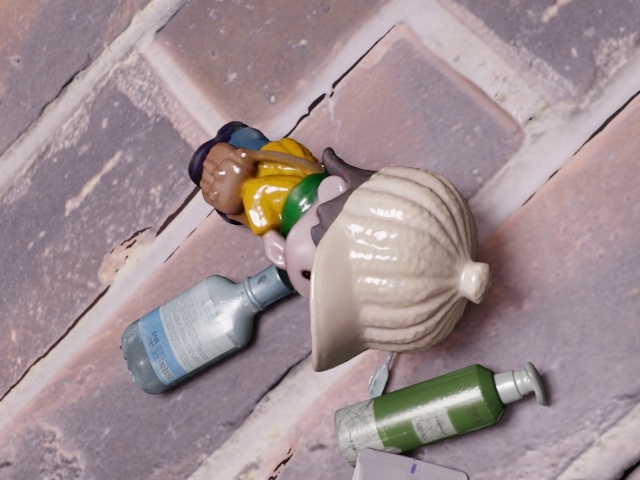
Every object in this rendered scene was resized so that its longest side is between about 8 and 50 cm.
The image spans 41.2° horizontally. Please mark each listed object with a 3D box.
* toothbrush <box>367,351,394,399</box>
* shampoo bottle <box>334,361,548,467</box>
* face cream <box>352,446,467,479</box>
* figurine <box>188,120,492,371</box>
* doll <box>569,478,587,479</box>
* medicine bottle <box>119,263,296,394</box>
[{"bbox_3d":[0.094,0.062,0.882,0.016,0.019,0.219,22,88,-10],"label":"toothbrush"},{"bbox_3d":[0.117,0.166,0.831,0.204,0.065,0.065,-22,72,17],"label":"shampoo bottle"},{"bbox_3d":[0.061,0.319,0.819,0.114,0.070,0.224,17,84,-10],"label":"face cream"},{"bbox_3d":[0.017,-0.024,0.840,0.204,0.185,0.332,-37,49,0],"label":"figurine"},{"bbox_3d":[0.240,0.322,0.693,0.311,0.159,0.242,-15,75,21],"label":"doll"},{"bbox_3d":[-0.124,0.090,0.949,0.208,0.054,0.090,-30,69,13],"label":"medicine bottle"}]
